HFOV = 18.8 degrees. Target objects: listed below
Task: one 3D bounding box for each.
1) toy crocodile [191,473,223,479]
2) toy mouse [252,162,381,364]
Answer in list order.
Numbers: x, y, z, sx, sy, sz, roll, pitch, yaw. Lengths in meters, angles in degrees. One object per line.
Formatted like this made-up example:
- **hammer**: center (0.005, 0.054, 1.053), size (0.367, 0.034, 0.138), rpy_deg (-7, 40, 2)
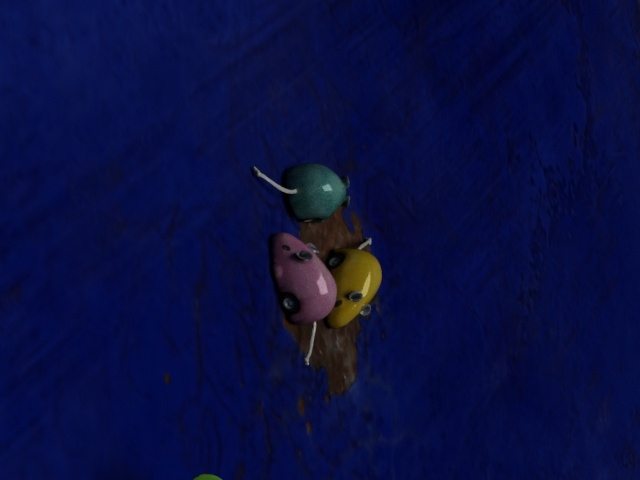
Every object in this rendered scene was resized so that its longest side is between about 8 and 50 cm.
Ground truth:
- **toy crocodile**: center (-0.048, 0.292, 0.994), size (0.115, 0.105, 0.340), rpy_deg (145, -61, -73)
- **toy mouse**: center (0.000, 0.000, 1.267), size (0.143, 0.031, 0.161), rpy_deg (60, 32, -34)
